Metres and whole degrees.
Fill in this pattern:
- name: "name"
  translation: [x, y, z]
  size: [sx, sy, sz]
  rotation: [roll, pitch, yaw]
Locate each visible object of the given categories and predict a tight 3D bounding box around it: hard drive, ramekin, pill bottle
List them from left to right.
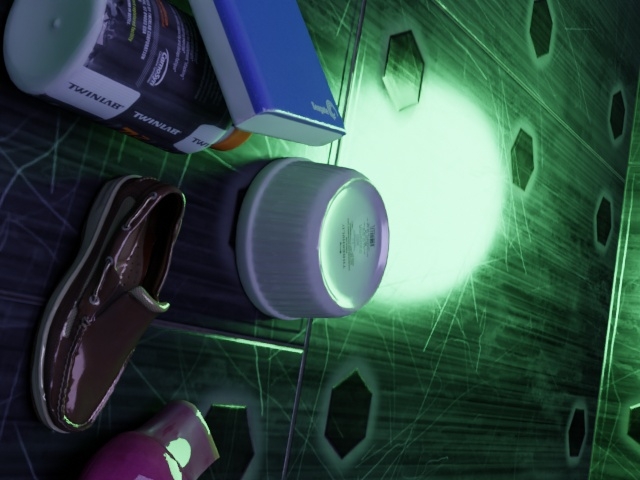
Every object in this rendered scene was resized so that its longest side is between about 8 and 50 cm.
- name: "pill bottle"
  translation: [-0.159, -0.158, 0.840]
  size: [0.245, 0.130, 0.131]
  rotation: [20, 77, -54]
- name: "hard drive"
  translation: [-0.078, -0.253, 0.879]
  size: [0.210, 0.040, 0.319]
  rotation: [-2, 70, -69]
- name: "ramekin"
  translation: [0.000, 0.000, 1.109]
  size: [0.207, 0.109, 0.207]
  rotation: [-8, 100, -55]

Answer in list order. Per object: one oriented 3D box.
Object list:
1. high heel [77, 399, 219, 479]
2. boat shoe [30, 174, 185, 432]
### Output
- name: "high heel"
  translation: [-0.132, 0.365, 0.917]
  size: [0.377, 0.127, 0.181]
  rotation: [64, 31, -7]
- name: "boat shoe"
  translation: [-0.194, 0.057, 0.844]
  size: [0.095, 0.095, 0.258]
  rotation: [29, 70, -53]
